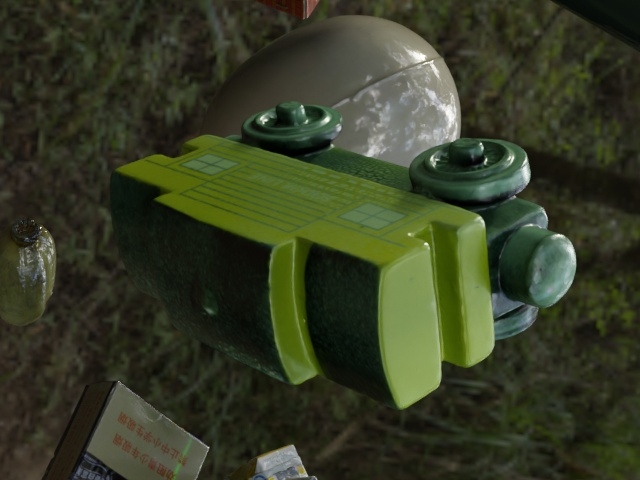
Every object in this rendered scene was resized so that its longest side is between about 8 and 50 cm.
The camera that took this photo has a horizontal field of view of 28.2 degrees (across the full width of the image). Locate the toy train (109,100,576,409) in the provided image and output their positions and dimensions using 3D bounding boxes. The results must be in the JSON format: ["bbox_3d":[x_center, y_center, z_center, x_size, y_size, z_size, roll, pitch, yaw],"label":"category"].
[{"bbox_3d":[0.000,0.000,1.139,0.272,0.442,0.179,-26,120,-35],"label":"toy train"}]

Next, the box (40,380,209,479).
[{"bbox_3d":[-0.296,0.376,1.775,0.198,0.084,0.310,43,54,-31],"label":"box"}]

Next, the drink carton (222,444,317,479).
[{"bbox_3d":[-0.072,0.331,1.751,0.084,0.200,0.074,-13,71,-39],"label":"drink carton"}]

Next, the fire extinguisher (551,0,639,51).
[{"bbox_3d":[0.251,-0.184,0.932,0.095,0.311,0.114,-61,-174,5],"label":"fire extinguisher"}]

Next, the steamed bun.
[{"bbox_3d":[0.011,-0.136,1.722,0.334,0.374,0.333,40,35,-37],"label":"steamed bun"}]

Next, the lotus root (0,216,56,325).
[{"bbox_3d":[-0.383,0.033,1.635,0.183,0.077,0.090,104,-1,-48],"label":"lotus root"}]

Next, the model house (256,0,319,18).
[{"bbox_3d":[-0.017,-0.427,1.759,0.294,0.207,0.154,92,-22,-64],"label":"model house"}]
